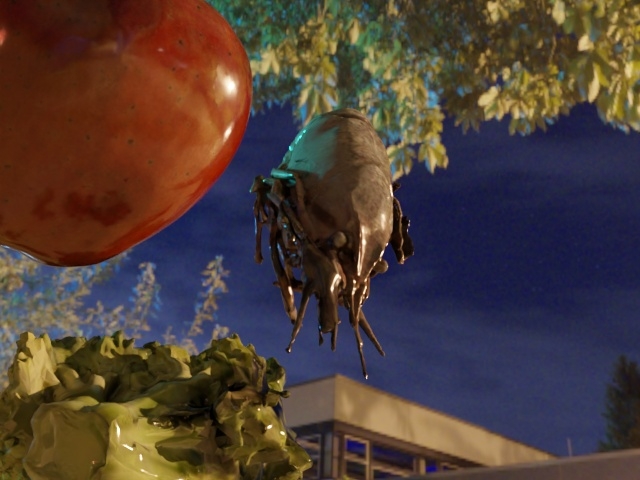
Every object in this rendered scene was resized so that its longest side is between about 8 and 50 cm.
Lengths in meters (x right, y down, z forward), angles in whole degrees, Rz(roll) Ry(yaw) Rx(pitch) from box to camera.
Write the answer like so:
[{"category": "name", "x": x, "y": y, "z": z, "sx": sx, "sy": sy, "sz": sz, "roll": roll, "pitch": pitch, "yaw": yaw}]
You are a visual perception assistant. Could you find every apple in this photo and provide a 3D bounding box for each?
[{"category": "apple", "x": -0.171, "y": -0.100, "z": 0.503, "sx": 0.233, "sy": 0.234, "sz": 0.234, "roll": 2, "pitch": -28, "yaw": 1}]

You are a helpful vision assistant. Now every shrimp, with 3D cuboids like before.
[{"category": "shrimp", "x": 0.000, "y": -0.006, "z": 0.593, "sx": 0.145, "sy": 0.343, "sz": 0.116, "roll": -33, "pitch": -61, "yaw": 19}]

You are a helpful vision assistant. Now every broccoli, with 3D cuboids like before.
[{"category": "broccoli", "x": -0.169, "y": 0.197, "z": 0.665, "sx": 0.293, "sy": 0.348, "sz": 0.281, "roll": -42, "pitch": -14, "yaw": -6}]
